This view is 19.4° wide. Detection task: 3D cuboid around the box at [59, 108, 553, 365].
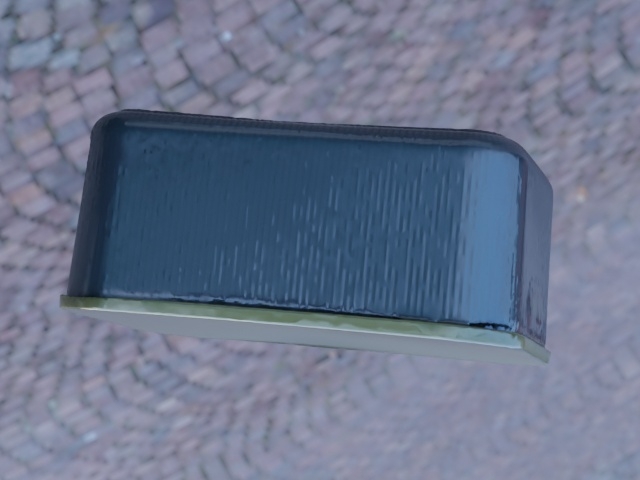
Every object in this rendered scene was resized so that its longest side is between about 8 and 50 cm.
[{"bbox_3d":[0.000,0.000,0.818,0.201,0.090,0.144,5,174,15],"label":"box"}]
